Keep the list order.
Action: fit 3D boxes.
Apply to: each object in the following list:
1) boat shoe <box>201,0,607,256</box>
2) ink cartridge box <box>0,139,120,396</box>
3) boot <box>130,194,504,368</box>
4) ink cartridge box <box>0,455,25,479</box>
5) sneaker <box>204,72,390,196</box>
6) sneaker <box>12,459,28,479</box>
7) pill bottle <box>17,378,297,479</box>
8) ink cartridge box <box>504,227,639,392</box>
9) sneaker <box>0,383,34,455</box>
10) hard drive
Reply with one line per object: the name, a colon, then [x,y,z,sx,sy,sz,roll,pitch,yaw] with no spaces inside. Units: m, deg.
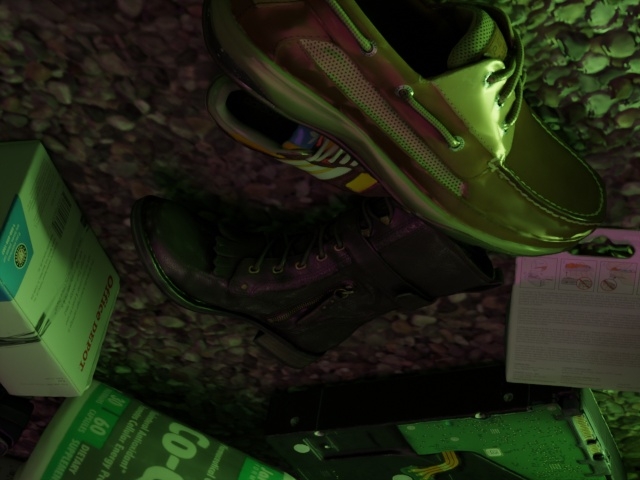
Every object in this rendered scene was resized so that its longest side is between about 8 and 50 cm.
boat shoe: [0.079,-0.100,0.700,0.324,0.122,0.120,29,134,-22]
ink cartridge box: [-0.258,0.029,0.910,0.082,0.139,0.191,-2,139,13]
boot: [0.000,0.000,0.878,0.229,0.091,0.263,-30,131,32]
ink cartridge box: [-0.368,0.424,1.346,0.306,0.226,0.131,21,139,-12]
sneaker: [0.004,-0.074,0.759,0.185,0.084,0.069,16,98,-8]
sneaker: [-0.224,0.314,1.293,0.305,0.114,0.152,22,131,-24]
pill bottle: [-0.145,0.316,1.137,0.361,0.204,0.204,26,139,-2]
ink cartridge box: [0.240,0.054,0.927,0.145,0.045,0.179,3,122,9]
sneaker: [-0.387,0.151,1.117,0.163,0.086,0.226,27,149,-3]
hard drive: [0.139,0.229,1.128,0.339,0.064,0.237,-11,137,25]
